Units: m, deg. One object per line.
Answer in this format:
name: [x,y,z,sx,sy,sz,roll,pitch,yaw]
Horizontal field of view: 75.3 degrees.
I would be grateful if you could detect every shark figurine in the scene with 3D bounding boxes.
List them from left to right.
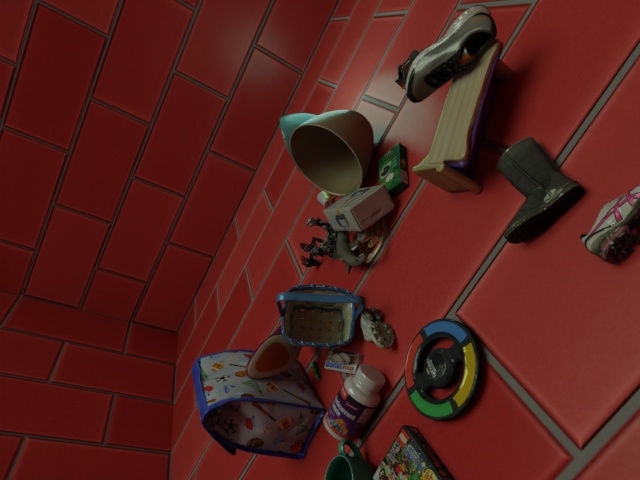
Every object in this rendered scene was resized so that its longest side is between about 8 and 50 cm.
shark figurine: [0.088,0.047,1.407,0.278,0.116,0.166,-154,70,-69]

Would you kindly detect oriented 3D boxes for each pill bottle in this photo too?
pill bottle: [0.096,0.438,1.127,0.194,0.108,0.108,-62,26,13]

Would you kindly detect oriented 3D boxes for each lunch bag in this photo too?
lunch bag: [-0.234,0.530,1.387,0.239,0.385,0.328,-66,26,4]

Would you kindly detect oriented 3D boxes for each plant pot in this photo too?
plant pot: [-0.048,-0.498,2.018,0.195,0.290,0.290,-19,43,13]

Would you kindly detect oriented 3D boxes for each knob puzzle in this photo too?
knob puzzle: [0.162,-0.006,1.441,0.213,0.030,0.213,-43,35,41]

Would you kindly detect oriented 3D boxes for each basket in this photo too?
basket: [-0.010,0.228,1.284,0.289,0.254,0.201,104,171,-64]

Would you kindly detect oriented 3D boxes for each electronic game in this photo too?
electronic game: [0.275,0.293,0.957,0.229,0.048,0.229,-44,35,42]

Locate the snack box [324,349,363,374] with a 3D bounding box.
snack box: [0.072,0.385,1.319,0.178,0.022,0.064,-19,55,58]

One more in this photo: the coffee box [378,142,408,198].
coffee box: [0.251,-0.236,1.434,0.113,0.040,0.184,-40,38,46]

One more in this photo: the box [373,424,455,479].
box: [0.213,0.542,0.887,0.159,0.044,0.233,-64,25,9]

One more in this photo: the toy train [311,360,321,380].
toy train: [-0.015,0.455,1.445,0.083,0.017,0.024,-116,43,-58]

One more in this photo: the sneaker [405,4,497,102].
sneaker: [0.322,-0.456,1.052,0.271,0.100,0.108,-43,41,37]

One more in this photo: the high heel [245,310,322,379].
high heel: [-0.139,0.367,1.457,0.181,0.377,0.127,-26,91,48]

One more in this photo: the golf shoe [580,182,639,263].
golf shoe: [0.526,-0.055,0.712,0.186,0.067,0.086,-59,25,20]

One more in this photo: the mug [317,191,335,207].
mug: [0.028,-0.183,1.818,0.078,0.062,0.064,-64,33,25]

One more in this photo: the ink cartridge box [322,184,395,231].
ink cartridge box: [0.127,-0.107,1.413,0.154,0.093,0.212,-36,17,-18]

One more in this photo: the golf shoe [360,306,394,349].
golf shoe: [0.161,0.271,1.206,0.176,0.069,0.086,-112,32,-63]

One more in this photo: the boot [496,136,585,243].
boot: [0.444,-0.115,0.916,0.189,0.076,0.209,-42,40,19]

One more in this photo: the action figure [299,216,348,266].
action figure: [0.000,0.000,1.635,0.275,0.140,0.164,-45,32,46]

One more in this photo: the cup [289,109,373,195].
cup: [0.078,-0.376,1.627,0.237,0.331,0.331,-52,16,-28]

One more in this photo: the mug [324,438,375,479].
mug: [0.086,0.599,1.033,0.129,0.097,0.158,-2,68,64]

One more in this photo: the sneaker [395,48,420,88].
sneaker: [0.331,-0.665,1.586,0.061,0.064,0.158,14,83,65]

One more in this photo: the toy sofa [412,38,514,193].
toy sofa: [0.396,-0.314,1.081,0.177,0.150,0.363,4,74,60]
